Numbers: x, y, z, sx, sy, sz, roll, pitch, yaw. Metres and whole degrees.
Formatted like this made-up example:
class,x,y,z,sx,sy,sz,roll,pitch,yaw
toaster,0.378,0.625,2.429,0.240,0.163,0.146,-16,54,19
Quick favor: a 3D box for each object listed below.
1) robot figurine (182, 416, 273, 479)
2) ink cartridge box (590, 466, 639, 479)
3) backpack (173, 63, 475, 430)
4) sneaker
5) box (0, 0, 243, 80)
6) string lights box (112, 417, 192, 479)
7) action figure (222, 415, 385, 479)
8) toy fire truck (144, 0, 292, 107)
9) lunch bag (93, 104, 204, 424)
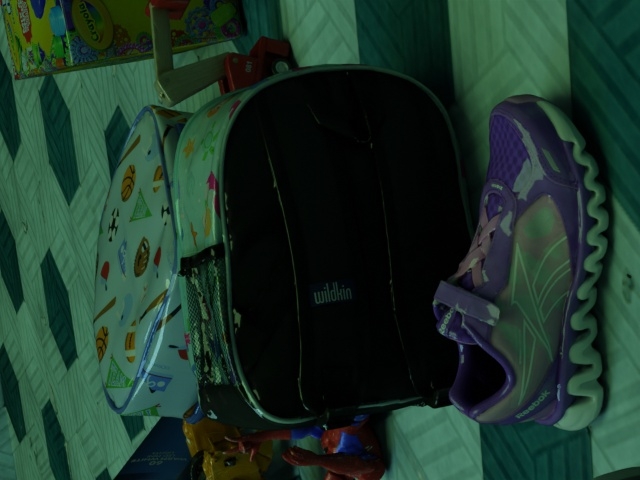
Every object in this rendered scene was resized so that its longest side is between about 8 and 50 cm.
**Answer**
class,x,y,z,sx,sy,sz,roll,pitch,yaw
robot figurine,-0.063,0.304,1.744,0.211,0.085,0.291,-132,24,-67
ink cartridge box,0.232,0.285,1.079,0.189,0.066,0.232,-142,48,-59
backpack,0.000,0.000,1.279,0.191,0.225,0.253,-1,96,64
sneaker,0.124,0.024,1.136,0.095,0.104,0.236,-145,47,-62
box,-0.224,-0.322,1.735,0.279,0.177,0.290,-176,75,-69
string lights box,-0.154,0.282,1.853,0.260,0.076,0.133,-53,-41,-70
action figure,-0.004,0.136,1.495,0.091,0.139,0.280,-123,26,-45
toy fire truck,-0.098,-0.145,1.546,0.047,0.135,0.192,139,141,-68
lunch bag,-0.141,0.019,1.706,0.303,0.115,0.243,-108,35,-49
